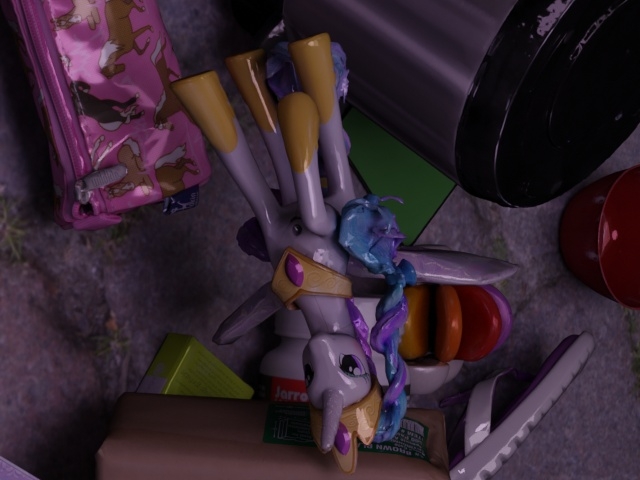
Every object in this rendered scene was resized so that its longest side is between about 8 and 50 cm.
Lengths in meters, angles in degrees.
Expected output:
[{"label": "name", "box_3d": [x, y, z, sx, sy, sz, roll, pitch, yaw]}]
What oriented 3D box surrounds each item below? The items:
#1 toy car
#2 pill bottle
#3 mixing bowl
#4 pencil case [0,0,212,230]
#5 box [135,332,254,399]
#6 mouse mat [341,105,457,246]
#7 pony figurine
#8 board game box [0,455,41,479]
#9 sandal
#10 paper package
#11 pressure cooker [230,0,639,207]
[{"label": "toy car", "box_3d": [0.144, 0.087, 2.060, 0.182, 0.136, 0.159, -12, 102, -74]}, {"label": "pill bottle", "box_3d": [0.011, 0.197, 1.941, 0.161, 0.161, 0.283, 3, 90, -45]}, {"label": "mixing bowl", "box_3d": [0.364, -0.007, 2.321, 0.181, 0.098, 0.181, -5, 97, -45]}, {"label": "pencil case", "box_3d": [-0.220, -0.204, 1.687, 0.160, 0.167, 0.386, -20, 108, -16]}, {"label": "box", "box_3d": [-0.149, 0.196, 1.865, 0.109, 0.042, 0.178, 45, 64, -36]}, {"label": "mouse mat", "box_3d": [0.094, -0.104, 2.111, 0.152, 0.007, 0.189, -52, 125, -29]}, {"label": "pony figurine", "box_3d": [0.000, 0.000, 1.687, 0.351, 0.303, 0.363, -47, 121, -74]}, {"label": "board game box", "box_3d": [-0.352, 0.313, 1.535, 0.319, 0.066, 0.318, 34, 72, -8]}, {"label": "sandal", "box_3d": [0.180, 0.218, 2.146, 0.102, 0.169, 0.416, 42, 56, 8]}, {"label": "paper package", "box_3d": [-0.051, 0.308, 1.729, 0.168, 0.325, 0.309, -87, -178, -71]}, {"label": "pressure cooker", "box_3d": [0.132, -0.276, 1.867, 0.370, 0.420, 0.375, -16, 138, -49]}]
